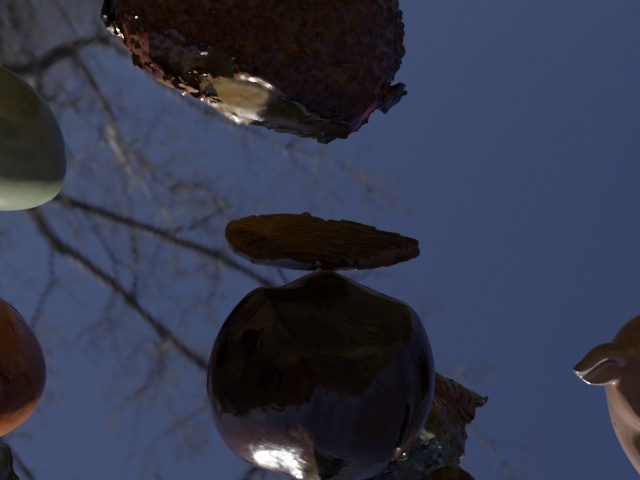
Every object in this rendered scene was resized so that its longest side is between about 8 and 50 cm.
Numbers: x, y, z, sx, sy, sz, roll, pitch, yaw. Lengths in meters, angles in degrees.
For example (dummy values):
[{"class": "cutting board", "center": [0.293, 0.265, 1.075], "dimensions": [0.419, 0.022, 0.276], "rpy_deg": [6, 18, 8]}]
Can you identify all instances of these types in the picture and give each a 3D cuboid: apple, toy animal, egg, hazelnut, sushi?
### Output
[{"class": "apple", "center": [-0.588, 0.206, 2.594], "dimensions": [0.251, 0.272, 0.206], "rpy_deg": [-30, -166, -1]}, {"class": "toy animal", "center": [0.407, 0.192, 1.802], "dimensions": [0.154, 0.250, 0.166], "rpy_deg": [-16, -163, 35]}, {"class": "egg", "center": [-0.458, -0.143, 2.163], "dimensions": [0.186, 0.253, 0.186], "rpy_deg": [-43, -164, 16]}, {"class": "hazelnut", "center": [0.000, 0.141, 1.622], "dimensions": [0.233, 0.218, 0.218], "rpy_deg": [10, -151, -6]}, {"class": "sushi", "center": [0.096, 0.276, 2.154], "dimensions": [0.274, 0.184, 0.139], "rpy_deg": [-20, -147, 12]}]

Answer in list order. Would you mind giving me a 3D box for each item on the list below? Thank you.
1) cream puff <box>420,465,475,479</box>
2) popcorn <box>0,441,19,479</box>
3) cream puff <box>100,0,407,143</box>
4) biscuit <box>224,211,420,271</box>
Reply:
[{"class": "cream puff", "center": [0.144, 0.345, 1.945], "dimensions": [0.149, 0.084, 0.149], "rpy_deg": [-43, -174, 6]}, {"class": "popcorn", "center": [-0.339, 0.226, 1.178], "dimensions": [0.233, 0.192, 0.266], "rpy_deg": [-54, -172, 40]}, {"class": "cream puff", "center": [-0.052, -0.249, 1.716], "dimensions": [0.229, 0.350, 0.350], "rpy_deg": [-62, -157, 14]}, {"class": "biscuit", "center": [0.000, -0.001, 1.832], "dimensions": [0.228, 0.031, 0.176], "rpy_deg": [-1, -162, 2]}]
